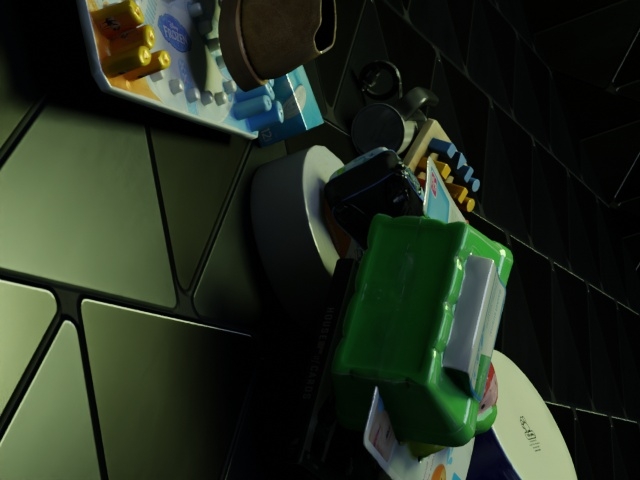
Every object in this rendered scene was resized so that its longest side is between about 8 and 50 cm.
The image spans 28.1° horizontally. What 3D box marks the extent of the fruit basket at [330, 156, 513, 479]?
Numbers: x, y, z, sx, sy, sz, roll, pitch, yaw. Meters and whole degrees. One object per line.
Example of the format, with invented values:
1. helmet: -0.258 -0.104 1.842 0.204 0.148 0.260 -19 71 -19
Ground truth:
1. fruit basket: 0.146 0.132 1.421 0.353 0.165 0.327 49 51 -51

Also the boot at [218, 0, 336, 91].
1. boot: -0.040 -0.293 1.381 0.112 0.115 0.305 53 26 -48

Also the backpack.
1. backpack: 0.070 -0.046 1.487 0.114 0.105 0.084 50 15 -39

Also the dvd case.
1. dvd case: 0.040 0.165 1.429 0.179 0.029 0.239 45 54 -49

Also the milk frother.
1. milk frother: 0.091 -0.196 1.912 0.143 0.129 0.135 30 14 15

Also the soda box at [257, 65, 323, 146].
1. soda box: -0.070 -0.224 1.544 0.210 0.067 0.071 68 21 -5

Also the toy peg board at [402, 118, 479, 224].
1. toy peg board: 0.183 -0.068 1.909 0.161 0.079 0.161 -59 143 -12

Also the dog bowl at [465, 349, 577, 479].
1. dog bowl: 0.249 0.289 1.783 0.265 0.104 0.265 46 25 -29

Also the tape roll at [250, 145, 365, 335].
1. tape roll: 0.000 0.000 1.523 0.219 0.072 0.219 50 30 -44

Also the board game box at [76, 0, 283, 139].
1. board game box: -0.157 -0.316 1.302 0.390 0.050 0.390 8 69 -72
